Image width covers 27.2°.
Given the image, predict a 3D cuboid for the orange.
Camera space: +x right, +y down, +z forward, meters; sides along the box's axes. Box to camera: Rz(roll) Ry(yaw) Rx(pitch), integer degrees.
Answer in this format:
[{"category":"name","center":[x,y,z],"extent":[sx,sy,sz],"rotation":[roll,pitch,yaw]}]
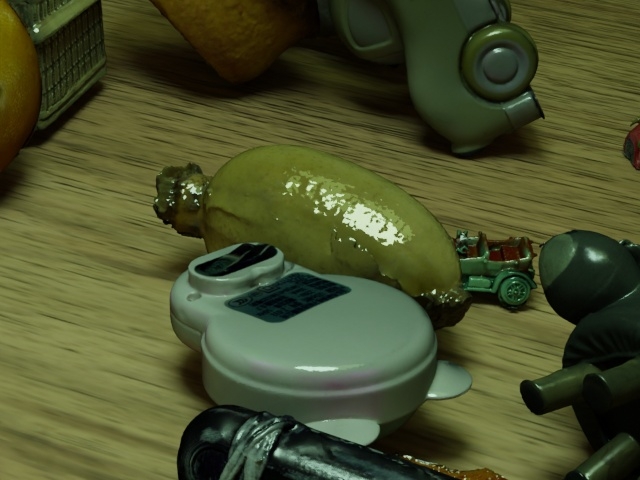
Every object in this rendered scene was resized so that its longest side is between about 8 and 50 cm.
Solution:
[{"category":"orange","center":[-0.391,-0.153,1.280],"extent":[0.240,0.240,0.240],"rotation":[4,28,-2]}]

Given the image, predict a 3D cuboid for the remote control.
[{"category":"remote control","center":[0.020,0.177,0.859],"extent":[0.266,0.090,0.066],"rotation":[18,-8,16]}]

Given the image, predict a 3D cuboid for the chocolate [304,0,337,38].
[{"category":"chocolate","center":[0.049,-0.349,1.741],"extent":[0.261,0.083,0.161],"rotation":[0,55,40]}]

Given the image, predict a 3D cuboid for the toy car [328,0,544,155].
[{"category":"toy car","center":[0.102,-0.271,1.525],"extent":[0.226,0.336,0.242],"rotation":[-23,26,10]}]

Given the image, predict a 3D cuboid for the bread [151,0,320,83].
[{"category":"bread","center":[-0.134,-0.327,1.608],"extent":[0.312,0.172,0.312],"rotation":[44,5,-5]}]

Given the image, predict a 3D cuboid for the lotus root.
[{"category":"lotus root","center":[0.001,-0.003,1.156],"extent":[0.303,0.146,0.131],"rotation":[21,35,24]}]

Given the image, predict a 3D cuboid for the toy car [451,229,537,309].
[{"category":"toy car","center":[0.128,0.022,1.228],"extent":[0.143,0.054,0.073],"rotation":[5,29,-1]}]

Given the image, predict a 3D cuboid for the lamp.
[{"category":"lamp","center":[-0.017,0.088,1.020],"extent":[0.179,0.108,0.246],"rotation":[-17,34,-43]}]

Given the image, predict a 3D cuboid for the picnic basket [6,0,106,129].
[{"category":"picnic basket","center":[-0.412,-0.236,1.507],"extent":[0.312,0.175,0.228],"rotation":[6,28,11]}]

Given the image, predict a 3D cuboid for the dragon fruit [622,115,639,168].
[{"category":"dragon fruit","center":[0.386,-0.117,1.531],"extent":[0.056,0.060,0.083],"rotation":[4,30,-10]}]

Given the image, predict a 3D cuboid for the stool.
[{"category":"stool","center":[0.225,0.106,0.968],"extent":[0.139,0.153,0.228],"rotation":[-24,48,-28]}]

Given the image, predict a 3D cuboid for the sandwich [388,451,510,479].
[{"category":"sandwich","center":[0.081,0.183,0.942],"extent":[0.135,0.029,0.067],"rotation":[7,22,5]}]
